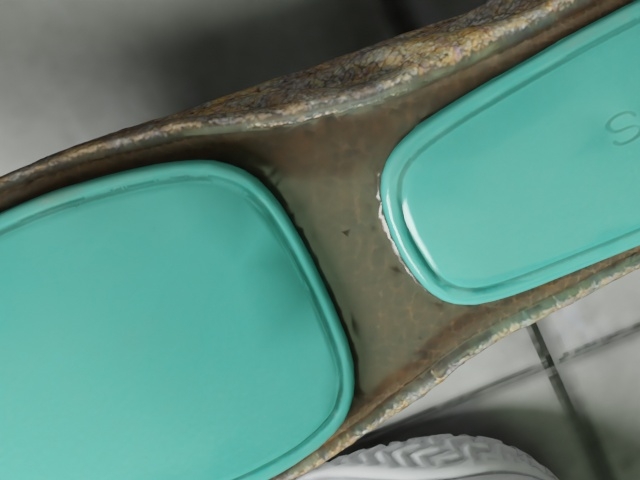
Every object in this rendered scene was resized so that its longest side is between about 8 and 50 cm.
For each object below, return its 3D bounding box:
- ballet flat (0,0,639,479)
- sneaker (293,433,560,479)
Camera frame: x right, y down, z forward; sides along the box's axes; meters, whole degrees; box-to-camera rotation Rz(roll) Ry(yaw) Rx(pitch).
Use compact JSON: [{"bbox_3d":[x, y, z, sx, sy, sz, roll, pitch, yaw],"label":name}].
[{"bbox_3d":[0.000,0.000,0.541,0.316,0.106,0.107,-19,102,-5],"label":"ballet flat"},{"bbox_3d":[-0.053,0.230,0.646,0.366,0.210,0.137,-34,126,15],"label":"sneaker"}]
